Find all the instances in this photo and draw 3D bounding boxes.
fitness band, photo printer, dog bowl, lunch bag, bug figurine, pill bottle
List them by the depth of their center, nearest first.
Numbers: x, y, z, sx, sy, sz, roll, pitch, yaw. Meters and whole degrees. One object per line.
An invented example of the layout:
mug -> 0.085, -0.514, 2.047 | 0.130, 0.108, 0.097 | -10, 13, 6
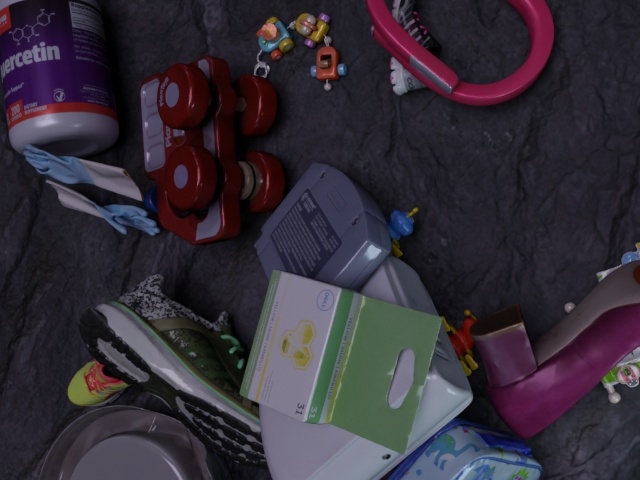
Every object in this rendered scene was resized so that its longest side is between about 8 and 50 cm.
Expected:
lunch bag -> 0.188, 0.323, 1.128 | 0.176, 0.219, 0.090 | -53, 49, 13
photo printer -> 0.037, 0.201, 1.142 | 0.307, 0.107, 0.256 | -45, 34, 22
fitness band -> 0.198, -0.323, 1.228 | 0.209, 0.054, 0.291 | -44, 80, -10
bug figurine -> 0.114, 0.095, 1.258 | 0.216, 0.072, 0.279 | -37, 78, 22
dog bowl -> -0.292, 0.438, 1.382 | 0.349, 0.102, 0.348 | -2, 86, 23
pill bottle -> -0.457, -0.311, 1.464 | 0.181, 0.181, 0.323 | -14, 81, 21

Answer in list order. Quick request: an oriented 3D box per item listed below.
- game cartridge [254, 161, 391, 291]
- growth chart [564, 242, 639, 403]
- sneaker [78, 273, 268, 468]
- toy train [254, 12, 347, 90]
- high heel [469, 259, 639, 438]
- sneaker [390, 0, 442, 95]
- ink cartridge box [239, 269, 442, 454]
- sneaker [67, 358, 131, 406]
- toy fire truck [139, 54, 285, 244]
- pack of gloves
game cartridge -> 0.000, 0.000, 1.233 | 0.196, 0.060, 0.294 | -54, 27, 14
growth chart -> 0.449, 0.089, 1.139 | 0.237, 0.021, 0.172 | -35, 72, 23
sneaker -> -0.165, 0.191, 1.325 | 0.410, 0.182, 0.158 | 38, 145, 0
toy train -> -0.039, -0.306, 1.365 | 0.166, 0.046, 0.125 | 5, 87, 22
high heel -> 0.397, 0.139, 1.118 | 0.377, 0.127, 0.181 | -18, 108, 23
sneaker -> 0.146, -0.304, 1.283 | 0.075, 0.063, 0.170 | 0, 84, 15
ink cartridge box -> 0.017, 0.142, 1.033 | 0.235, 0.056, 0.171 | 13, 87, 43
sneaker -> -0.355, 0.221, 1.429 | 0.208, 0.094, 0.081 | -30, 77, 19
toy fire truck -> -0.205, -0.141, 1.378 | 0.254, 0.169, 0.302 | -11, 82, 48
pack of gloves -> -0.386, -0.070, 1.410 | 0.232, 0.195, 0.046 | 16, 64, 23
